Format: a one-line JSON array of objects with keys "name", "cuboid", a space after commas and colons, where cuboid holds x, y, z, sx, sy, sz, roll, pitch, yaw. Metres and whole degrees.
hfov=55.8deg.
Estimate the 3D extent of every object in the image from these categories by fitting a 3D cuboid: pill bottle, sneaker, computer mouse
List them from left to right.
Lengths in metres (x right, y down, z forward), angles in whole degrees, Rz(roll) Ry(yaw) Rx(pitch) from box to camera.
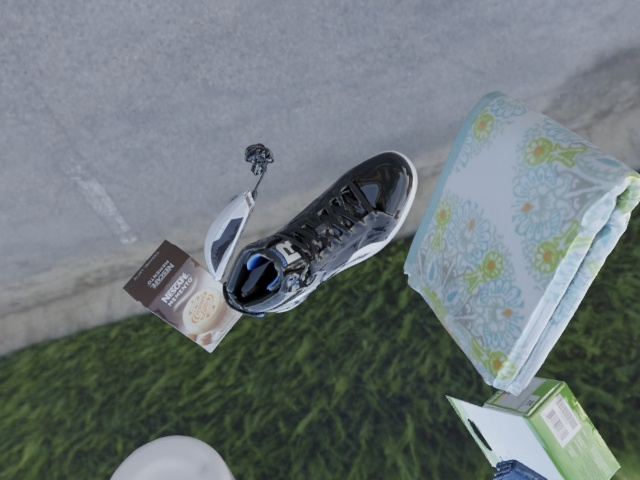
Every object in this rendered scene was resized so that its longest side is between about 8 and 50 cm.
[{"name": "pill bottle", "cuboid": [-0.215, 0.497, 1.041, 0.204, 0.204, 0.361, -11, 141, -1]}, {"name": "computer mouse", "cuboid": [-0.115, -0.038, 0.799, 0.042, 0.193, 0.106, 24, -175, -4]}, {"name": "sneaker", "cuboid": [0.000, 0.000, 0.566, 0.217, 0.079, 0.121, -44, 169, 14]}]

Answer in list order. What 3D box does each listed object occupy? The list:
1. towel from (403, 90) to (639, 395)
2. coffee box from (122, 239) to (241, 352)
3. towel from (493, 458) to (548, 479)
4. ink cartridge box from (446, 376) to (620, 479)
[{"name": "towel", "cuboid": [0.279, -0.003, 0.922, 0.090, 0.320, 0.374, 4, 120, -26]}, {"name": "coffee box", "cuboid": [-0.289, 0.127, 1.328, 0.141, 0.098, 0.246, -52, 142, -11]}, {"name": "towel", "cuboid": [0.323, 0.372, 0.902, 0.119, 0.029, 0.067, 32, 149, 3]}, {"name": "ink cartridge box", "cuboid": [0.370, 0.341, 1.095, 0.097, 0.188, 0.255, -37, -172, -19]}]
